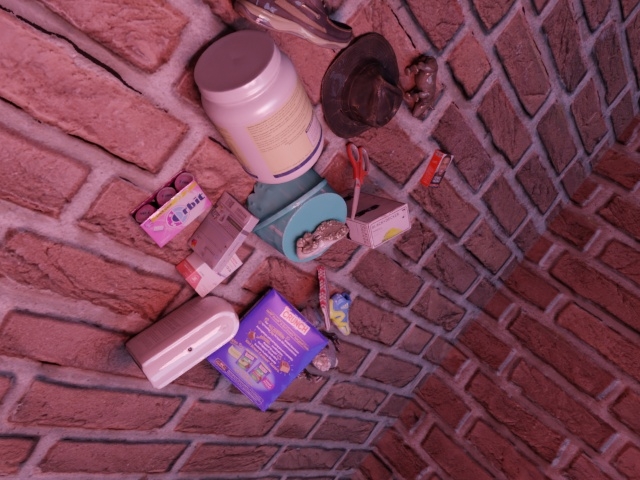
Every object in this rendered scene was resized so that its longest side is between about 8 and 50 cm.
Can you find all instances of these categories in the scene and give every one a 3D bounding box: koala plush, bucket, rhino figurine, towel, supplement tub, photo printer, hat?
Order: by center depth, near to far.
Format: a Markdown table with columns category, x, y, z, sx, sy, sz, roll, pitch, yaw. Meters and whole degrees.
| category | x | y | z | sx | sy | sz | roll | pitch | yaw |
| --- | --- | --- | --- | --- | --- | --- | --- | --- | --- |
| supplement tub | -0.144 | -0.318 | 1.493 | 0.235 | 0.235 | 0.325 | -43 | 144 | -9 |
| photo printer | -0.388 | 0.272 | 1.761 | 0.307 | 0.256 | 0.107 | -34 | 111 | -22 |
| hat | 0.155 | -0.425 | 1.807 | 0.331 | 0.134 | 0.331 | -28 | 140 | -27 |
| bucket | -0.068 | -0.083 | 1.832 | 0.281 | 0.183 | 0.281 | -28 | 139 | -27 |
| rhino figurine | 0.334 | -0.489 | 1.993 | 0.106 | 0.073 | 0.243 | -32 | 142 | -19 |
| towel | 0.012 | 0.206 | 2.200 | 0.029 | 0.197 | 0.144 | -7 | 139 | 5 |
| koala plush | -0.029 | 0.386 | 2.234 | 0.203 | 0.221 | 0.196 | -45 | 169 | 0 |

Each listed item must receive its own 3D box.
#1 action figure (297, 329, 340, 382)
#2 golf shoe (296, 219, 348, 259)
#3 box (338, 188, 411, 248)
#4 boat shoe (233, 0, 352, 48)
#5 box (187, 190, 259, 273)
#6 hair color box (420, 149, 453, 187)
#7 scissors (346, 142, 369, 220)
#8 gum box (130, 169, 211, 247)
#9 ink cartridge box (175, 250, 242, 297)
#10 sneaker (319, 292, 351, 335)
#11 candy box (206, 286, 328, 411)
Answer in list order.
| category | x | y | z | sx | sy | sz | roll | pitch | yaw |
| --- | --- | --- | --- | --- | --- | --- | --- | --- | --- |
| action figure | -0.038 | 0.474 | 2.415 | 0.275 | 0.141 | 0.164 | -33 | 153 | -25 |
| golf shoe | 0.000 | 0.000 | 1.787 | 0.176 | 0.069 | 0.086 | -24 | 158 | -26 |
| box | 0.126 | -0.075 | 1.950 | 0.169 | 0.290 | 0.087 | -28 | 118 | -29 |
| boat shoe | -0.040 | -0.556 | 1.479 | 0.355 | 0.132 | 0.130 | -3 | 124 | -47 |
| box | -0.272 | -0.025 | 1.699 | 0.186 | 0.145 | 0.038 | -53 | 143 | 3 |
| hair color box | 0.443 | -0.272 | 2.334 | 0.072 | 0.043 | 0.141 | -1 | 122 | -46 |
| scissors | 0.124 | -0.178 | 1.921 | 0.021 | 0.297 | 0.109 | -21 | 148 | 33 |
| gum box | -0.382 | -0.086 | 1.595 | 0.188 | 0.062 | 0.107 | -42 | 144 | -10 |
| ink cartridge box | -0.310 | 0.060 | 1.801 | 0.198 | 0.067 | 0.115 | -42 | 144 | -11 |
| sneaker | 0.091 | 0.285 | 2.421 | 0.126 | 0.091 | 0.240 | -46 | 144 | -6 |
| candy box | -0.175 | 0.358 | 2.052 | 0.317 | 0.268 | 0.122 | -45 | -173 | -5 |
